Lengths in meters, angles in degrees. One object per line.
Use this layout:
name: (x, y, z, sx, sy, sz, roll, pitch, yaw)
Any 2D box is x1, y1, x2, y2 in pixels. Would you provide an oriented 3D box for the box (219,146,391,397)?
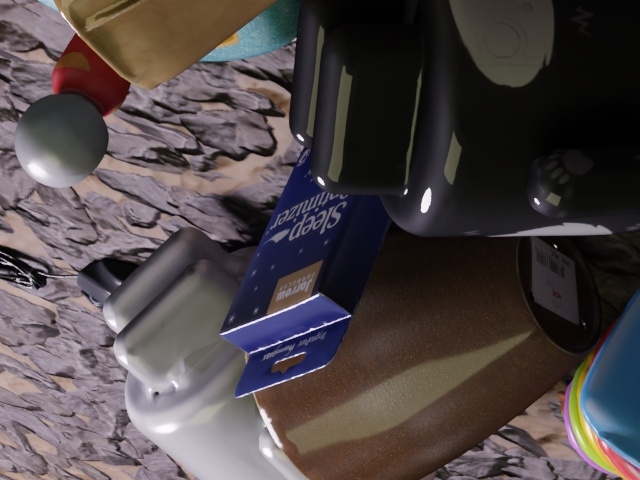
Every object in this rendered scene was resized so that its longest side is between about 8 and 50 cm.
box: (0.000, 0.000, 1.197, 0.036, 0.225, 0.136, 34, 149, -21)

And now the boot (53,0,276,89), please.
boot: (-0.049, -0.213, 0.890, 0.269, 0.089, 0.236, -27, 132, 19)

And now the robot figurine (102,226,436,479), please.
robot figurine: (-0.030, 0.144, 1.477, 0.200, 0.300, 0.353, -42, 118, 9)

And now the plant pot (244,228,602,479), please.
plant pot: (0.095, 0.072, 1.311, 0.230, 0.215, 0.215, -26, 127, 37)

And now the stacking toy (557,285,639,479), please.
stacking toy: (0.260, 0.135, 1.366, 0.175, 0.166, 0.302, 35, 165, -6)

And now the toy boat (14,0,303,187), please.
toy boat: (-0.140, -0.157, 1.106, 0.267, 0.148, 0.318, 23, 151, -3)

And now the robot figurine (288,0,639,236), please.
robot figurine: (0.125, -0.084, 0.962, 0.278, 0.209, 0.173, -2, 158, -15)

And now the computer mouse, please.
computer mouse: (-0.246, 0.046, 1.639, 0.242, 0.041, 0.071, 9, 150, 23)
